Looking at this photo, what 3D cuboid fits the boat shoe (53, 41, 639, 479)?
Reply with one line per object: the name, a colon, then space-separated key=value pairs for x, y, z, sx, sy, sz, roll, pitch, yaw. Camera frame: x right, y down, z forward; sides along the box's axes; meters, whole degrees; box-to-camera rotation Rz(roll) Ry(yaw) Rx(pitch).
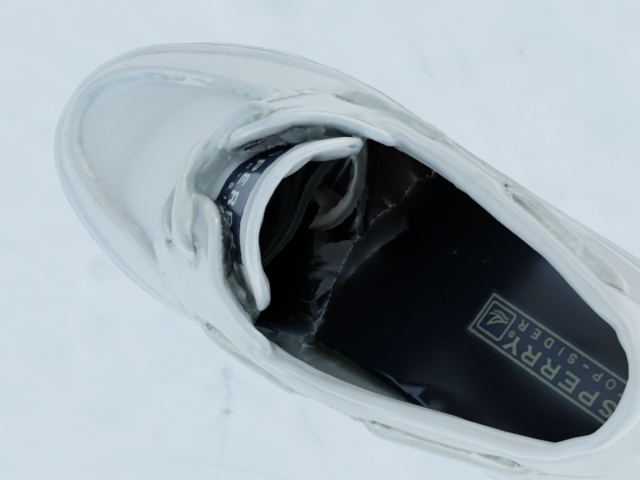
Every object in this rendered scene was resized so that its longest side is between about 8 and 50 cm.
boat shoe: x=0.000 y=0.000 z=0.471 sx=0.267 sy=0.088 sz=0.096 roll=36 pitch=92 yaw=38
